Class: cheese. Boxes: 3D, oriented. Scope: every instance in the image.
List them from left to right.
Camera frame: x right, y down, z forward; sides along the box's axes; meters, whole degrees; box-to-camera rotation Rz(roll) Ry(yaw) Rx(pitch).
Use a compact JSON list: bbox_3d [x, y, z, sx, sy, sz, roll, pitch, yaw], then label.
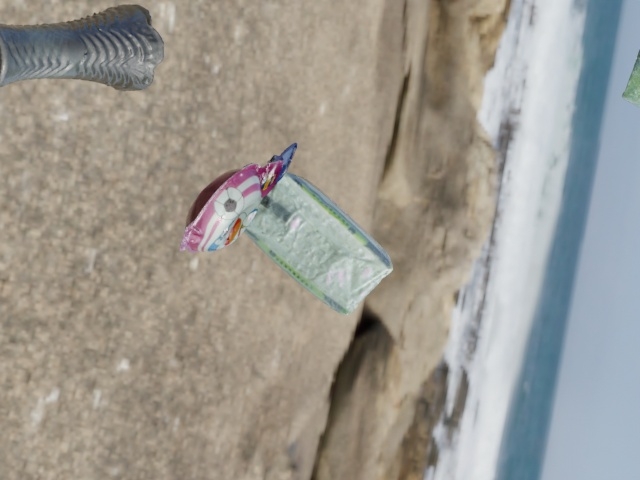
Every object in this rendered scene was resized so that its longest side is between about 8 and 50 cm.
[{"bbox_3d":[-0.109,-0.059,1.439,0.244,0.062,0.155,-40,165,-42],"label":"cheese"}]

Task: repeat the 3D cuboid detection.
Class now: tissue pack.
[{"bbox_3d":[0.000,0.000,1.707,0.128,0.228,0.311,-48,179,4],"label":"tissue pack"}]

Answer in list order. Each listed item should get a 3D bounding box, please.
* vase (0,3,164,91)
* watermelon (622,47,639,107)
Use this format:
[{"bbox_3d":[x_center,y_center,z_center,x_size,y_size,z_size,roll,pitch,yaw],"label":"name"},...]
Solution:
[{"bbox_3d":[-0.299,-0.218,1.199,0.237,0.115,0.115,-19,119,-57],"label":"vase"},{"bbox_3d":[0.591,-0.319,1.558,0.258,0.387,0.228,-137,-151,-67],"label":"watermelon"}]
